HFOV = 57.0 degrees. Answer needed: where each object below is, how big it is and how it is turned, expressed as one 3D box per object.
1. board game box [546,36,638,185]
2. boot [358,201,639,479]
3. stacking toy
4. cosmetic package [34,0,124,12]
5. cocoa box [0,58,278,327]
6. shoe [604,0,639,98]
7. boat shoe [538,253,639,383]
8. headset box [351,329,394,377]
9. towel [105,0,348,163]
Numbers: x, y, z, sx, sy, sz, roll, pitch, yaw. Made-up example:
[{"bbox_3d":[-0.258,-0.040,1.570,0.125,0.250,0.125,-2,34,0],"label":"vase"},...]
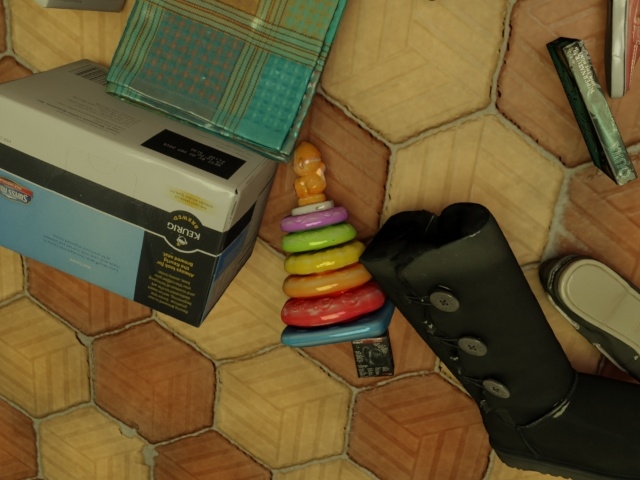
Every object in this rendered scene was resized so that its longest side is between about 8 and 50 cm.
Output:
[{"bbox_3d":[0.346,-0.171,0.761,0.026,0.126,0.186,-24,103,19],"label":"board game box"},{"bbox_3d":[0.304,0.133,0.796,0.366,0.146,0.445,-17,112,41],"label":"boot"},{"bbox_3d":[0.000,0.000,0.894,0.165,0.175,0.302,-10,96,17],"label":"stacking toy"},{"bbox_3d":[-0.279,-0.488,0.737,0.155,0.197,0.366,34,111,-1],"label":"cosmetic package"},{"bbox_3d":[-0.264,-0.077,0.854,0.346,0.231,0.228,22,120,3],"label":"cocoa box"},{"bbox_3d":[0.408,-0.272,0.745,0.081,0.063,0.178,0,105,17],"label":"shoe"},{"bbox_3d":[0.464,0.133,0.878,0.335,0.095,0.112,40,92,-8],"label":"boat shoe"},{"bbox_3d":[0.088,0.186,0.993,0.062,0.032,0.083,-8,107,14],"label":"headset box"},{"bbox_3d":[-0.103,-0.320,0.779,0.271,0.040,0.371,21,91,2],"label":"towel"}]
